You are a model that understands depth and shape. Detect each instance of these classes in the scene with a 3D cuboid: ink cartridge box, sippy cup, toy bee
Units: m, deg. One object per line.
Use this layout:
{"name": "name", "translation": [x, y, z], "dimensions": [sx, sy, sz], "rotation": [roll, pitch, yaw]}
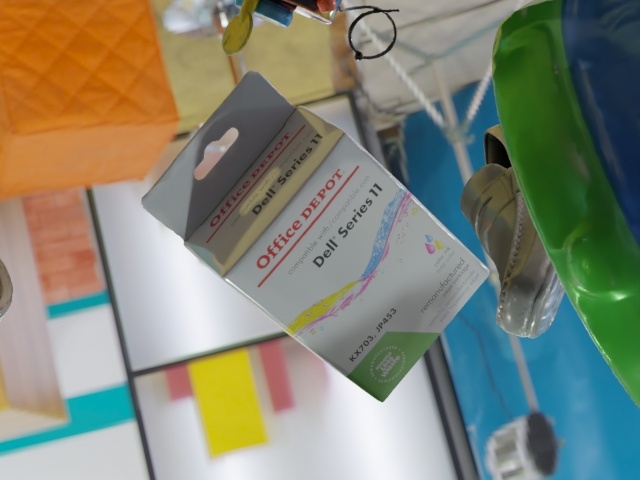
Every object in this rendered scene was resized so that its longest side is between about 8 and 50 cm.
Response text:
{"name": "ink cartridge box", "translation": [0.000, 0.000, 1.379], "dimensions": [0.207, 0.119, 0.353], "rotation": [-51, 125, -2]}
{"name": "sippy cup", "translation": [0.227, -0.047, 0.524], "dimensions": [0.224, 0.305, 0.240], "rotation": [-27, -179, 28]}
{"name": "toy bee", "translation": [-0.031, -0.308, 1.439], "dimensions": [0.298, 0.195, 0.162], "rotation": [1, -172, -13]}

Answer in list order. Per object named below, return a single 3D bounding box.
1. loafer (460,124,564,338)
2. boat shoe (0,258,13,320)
{"name": "loafer", "translation": [0.185, -0.019, 1.182], "dimensions": [0.112, 0.112, 0.319], "rotation": [12, -149, 6]}
{"name": "boat shoe", "translation": [-0.307, 0.060, 0.663], "dimensions": [0.285, 0.103, 0.092], "rotation": [-16, 150, -35]}
